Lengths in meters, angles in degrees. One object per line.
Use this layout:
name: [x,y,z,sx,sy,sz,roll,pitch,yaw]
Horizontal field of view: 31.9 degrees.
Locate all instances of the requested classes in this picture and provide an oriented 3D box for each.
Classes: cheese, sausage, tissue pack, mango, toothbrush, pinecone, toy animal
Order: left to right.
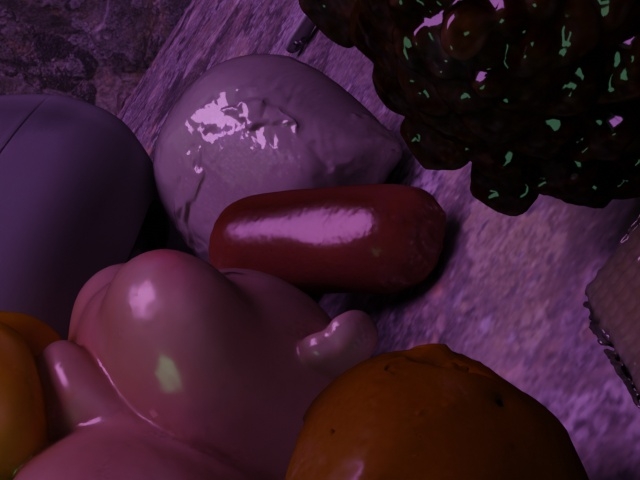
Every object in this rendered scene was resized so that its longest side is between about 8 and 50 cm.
tissue pack: [-0.253,0.040,0.937,0.229,0.236,0.333,81,-161,-45]
toy animal: [-0.093,0.100,0.687,0.247,0.277,0.345,-47,15,-2]
cheese: [-0.044,-0.062,0.933,0.198,0.189,0.154,-50,-14,26]
sausage: [0.000,0.000,0.788,0.194,0.077,0.077,-1,56,35]
toothbrush: [0.067,-0.372,1.329,0.386,0.040,0.040,-54,18,27]
mango: [0.027,0.163,0.426,0.151,0.156,0.249,10,68,33]
pinecone: [0.112,-0.125,0.534,0.201,0.229,0.202,-26,29,-19]

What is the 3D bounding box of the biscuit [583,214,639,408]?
biscuit: [0.179,0.030,0.372,0.150,0.052,0.252,-58,16,19]
